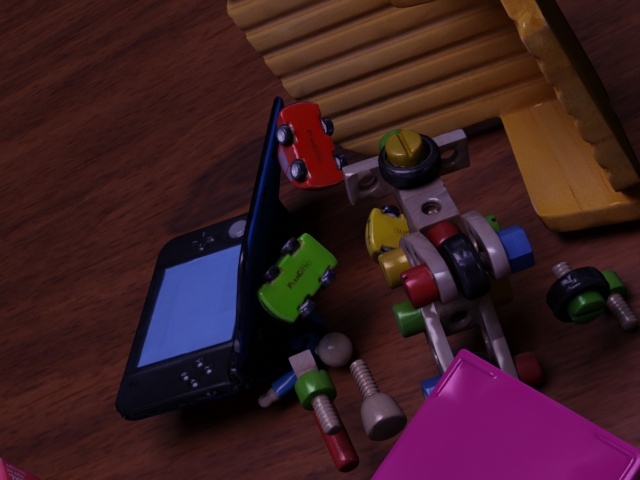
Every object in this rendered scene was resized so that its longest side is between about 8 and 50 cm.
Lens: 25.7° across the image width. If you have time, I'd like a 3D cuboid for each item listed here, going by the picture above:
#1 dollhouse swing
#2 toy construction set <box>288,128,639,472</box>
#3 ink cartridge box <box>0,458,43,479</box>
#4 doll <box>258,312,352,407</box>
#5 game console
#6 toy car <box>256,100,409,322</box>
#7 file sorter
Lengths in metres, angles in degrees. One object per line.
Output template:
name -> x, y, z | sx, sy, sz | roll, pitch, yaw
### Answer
dollhouse swing -> 0.097, -0.155, 1.386 | 0.305, 0.347, 0.315 | -27, 40, 15
toy construction set -> 0.085, 0.038, 1.338 | 0.309, 0.257, 0.237 | -38, 51, 14
ink cartridge box -> -0.362, 0.391, 1.549 | 0.172, 0.100, 0.237 | -39, 44, 10
doll -> -0.045, 0.126, 1.533 | 0.189, 0.046, 0.129 | -6, 44, 35
game console -> -0.130, 0.018, 1.542 | 0.250, 0.173, 0.293 | -18, 36, 22
toy car -> 0.000, 0.000, 1.458 | 0.225, 0.239, 0.053 | -52, 8, -32
file sorter -> 0.147, 0.285, 1.173 | 0.202, 0.182, 0.291 | 29, 81, 45
